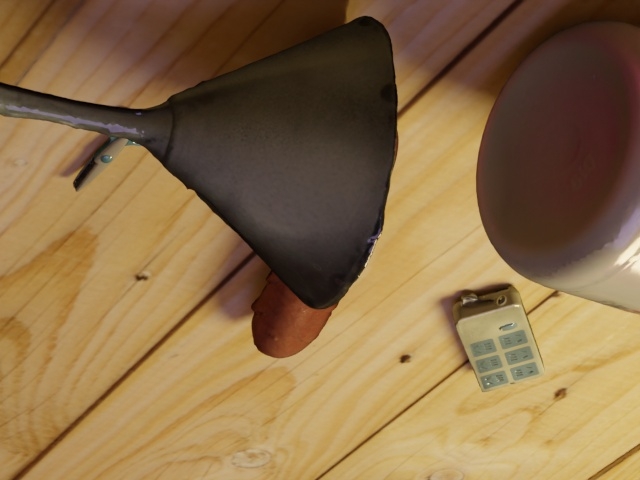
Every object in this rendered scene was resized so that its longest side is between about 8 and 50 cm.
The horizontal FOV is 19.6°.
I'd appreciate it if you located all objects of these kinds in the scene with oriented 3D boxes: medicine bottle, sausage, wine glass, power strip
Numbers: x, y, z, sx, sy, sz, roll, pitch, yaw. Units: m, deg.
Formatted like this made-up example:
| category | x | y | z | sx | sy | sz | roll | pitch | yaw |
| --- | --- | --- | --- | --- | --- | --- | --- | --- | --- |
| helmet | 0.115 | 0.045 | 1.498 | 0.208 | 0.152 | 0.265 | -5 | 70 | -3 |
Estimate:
| category | x | y | z | sx | sy | sz | roll | pitch | yaw |
| --- | --- | --- | --- | --- | --- | --- | --- | --- | --- |
| medicine bottle | 0.338 | -0.051 | 1.765 | 0.325 | 0.256 | 0.256 | 15 | 138 | -35 |
| sausage | 0.001 | 0.002 | 1.912 | 0.088 | 0.088 | 0.433 | 3 | 145 | -16 |
| wine glass | -0.163 | -0.101 | 1.600 | 0.406 | 0.267 | 0.267 | 10 | 141 | -17 |
| power strip | 0.209 | 0.116 | 2.162 | 0.081 | 0.035 | 0.192 | -15 | 145 | 8 |

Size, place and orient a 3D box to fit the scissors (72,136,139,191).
| category | x | y | z | sx | sy | sz | roll | pitch | yaw |
| --- | --- | --- | --- | --- | --- | --- | --- | --- | --- |
| scissors | -0.205 | -0.085 | 1.800 | 0.058 | 0.014 | 0.119 | 20 | 132 | -34 |
